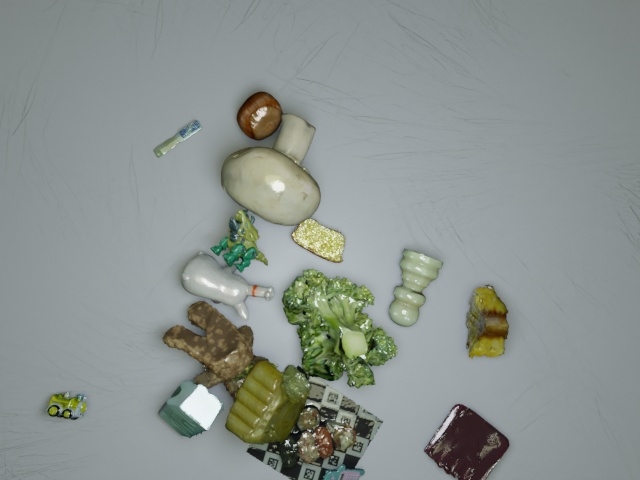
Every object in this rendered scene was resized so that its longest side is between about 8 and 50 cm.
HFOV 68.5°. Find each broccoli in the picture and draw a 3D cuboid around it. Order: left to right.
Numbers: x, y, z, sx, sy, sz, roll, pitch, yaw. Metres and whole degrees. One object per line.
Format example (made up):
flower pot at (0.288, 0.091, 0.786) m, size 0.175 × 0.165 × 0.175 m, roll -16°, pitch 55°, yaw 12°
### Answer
broccoli at (0.058, 0.272, 1.427) m, size 0.277 × 0.317 × 0.338 m, roll -18°, pitch 127°, yaw -17°

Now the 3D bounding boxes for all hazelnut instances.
hazelnut at (-0.200, -0.406, 1.513) m, size 0.150 × 0.150 × 0.150 m, roll 0°, pitch 86°, yaw -4°

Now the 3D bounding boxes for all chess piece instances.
chess piece at (0.295, 0.160, 1.525) m, size 0.133 × 0.133 × 0.243 m, roll 19°, pitch 92°, yaw -3°

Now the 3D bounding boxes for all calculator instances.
calculator at (0.071, 0.749, 1.484) m, size 0.141 × 0.019 × 0.094 m, roll 14°, pitch 100°, yaw -22°

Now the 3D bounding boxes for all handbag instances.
handbag at (0.471, 0.666, 1.520) m, size 0.203 × 0.074 × 0.216 m, roll 37°, pitch 86°, yaw -1°

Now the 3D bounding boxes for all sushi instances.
sushi at (-0.017, 0.627, 1.486) m, size 0.339 × 0.069 × 0.320 m, roll 34°, pitch 84°, yaw -2°

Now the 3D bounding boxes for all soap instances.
soap at (-0.383, 0.500, 1.385) m, size 0.145 × 0.230 × 0.091 m, roll 40°, pitch 50°, yaw -1°

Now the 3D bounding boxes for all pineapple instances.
pineapple at (0.528, 0.263, 1.494) m, size 0.115 × 0.186 × 0.236 m, roll -4°, pitch 93°, yaw -3°

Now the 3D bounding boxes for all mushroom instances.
mushroom at (-0.124, -0.224, 1.430) m, size 0.315 × 0.314 × 0.336 m, roll 23°, pitch 85°, yaw -3°

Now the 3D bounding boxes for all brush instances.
brush at (-0.467, -0.334, 1.540) m, size 0.179 × 0.030 × 0.033 m, roll -37°, pitch 99°, yaw -6°

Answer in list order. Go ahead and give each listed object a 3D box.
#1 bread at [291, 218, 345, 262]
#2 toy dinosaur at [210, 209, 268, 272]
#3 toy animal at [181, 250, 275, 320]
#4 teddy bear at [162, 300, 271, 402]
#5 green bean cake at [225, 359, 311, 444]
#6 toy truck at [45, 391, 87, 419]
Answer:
bread at (0.000, 0.000, 1.535) m, size 0.188 × 0.065 × 0.103 m, roll 24°, pitch 83°, yaw -1°
toy dinosaur at (-0.231, 0.029, 1.436) m, size 0.094 × 0.259 × 0.153 m, roll 26°, pitch 64°, yaw 35°
toy animal at (-0.291, 0.148, 1.472) m, size 0.283 × 0.138 × 0.140 m, roll 23°, pitch 92°, yaw -10°
teddy bear at (-0.305, 0.349, 1.450) m, size 0.296 × 0.222 × 0.246 m, roll 24°, pitch 49°, yaw 19°
green bean cake at (-0.142, 0.480, 1.393) m, size 0.124 × 0.236 × 0.232 m, roll 25°, pitch 83°, yaw 29°
toy truck at (-0.770, 0.506, 1.440) m, size 0.111 × 0.076 × 0.076 m, roll 11°, pitch 65°, yaw -4°
